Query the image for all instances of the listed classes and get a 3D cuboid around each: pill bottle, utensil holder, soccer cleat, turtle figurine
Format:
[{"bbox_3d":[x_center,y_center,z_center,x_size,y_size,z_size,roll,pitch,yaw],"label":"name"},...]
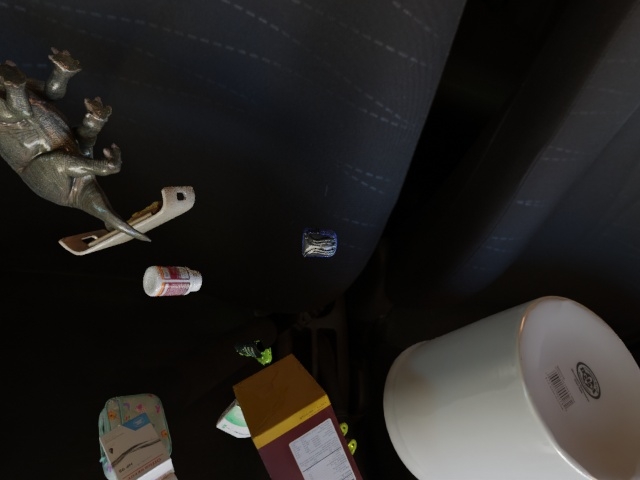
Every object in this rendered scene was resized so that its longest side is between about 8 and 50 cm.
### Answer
[{"bbox_3d":[-0.435,0.120,1.220,0.151,0.086,0.086,7,63,-51],"label":"pill bottle"},{"bbox_3d":[0.363,0.316,0.817,0.327,0.385,0.328,13,57,-21],"label":"utensil holder"},{"bbox_3d":[-0.246,0.395,1.510,0.060,0.178,0.073,-7,105,-53],"label":"soccer cleat"},{"bbox_3d":[0.035,0.733,1.516,0.087,0.217,0.270,-11,82,-42],"label":"turtle figurine"}]

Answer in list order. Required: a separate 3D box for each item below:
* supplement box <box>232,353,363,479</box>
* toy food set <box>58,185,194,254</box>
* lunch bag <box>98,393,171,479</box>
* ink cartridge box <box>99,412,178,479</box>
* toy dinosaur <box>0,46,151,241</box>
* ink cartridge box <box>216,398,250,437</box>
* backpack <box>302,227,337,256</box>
[{"bbox_3d":[-0.044,0.341,0.721,0.129,0.191,0.194,-25,103,-17],"label":"supplement box"},{"bbox_3d":[-0.512,-0.068,1.125,0.305,0.220,0.093,-27,97,4],"label":"toy food set"},{"bbox_3d":[-0.666,0.693,1.464,0.223,0.108,0.279,16,30,-44],"label":"lunch bag"},{"bbox_3d":[-0.390,0.477,0.889,0.104,0.060,0.180,-23,41,-36],"label":"ink cartridge box"},{"bbox_3d":[-0.327,-0.117,0.492,0.313,0.160,0.121,45,37,-30],"label":"toy dinosaur"},{"bbox_3d":[-0.205,0.602,1.341,0.224,0.181,0.056,32,36,-8],"label":"ink cartridge box"},{"bbox_3d":[0.000,0.000,1.479,0.120,0.098,0.101,4,27,4],"label":"backpack"}]
